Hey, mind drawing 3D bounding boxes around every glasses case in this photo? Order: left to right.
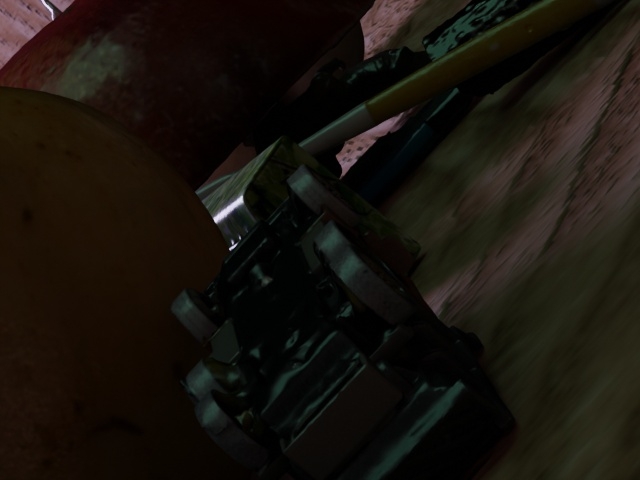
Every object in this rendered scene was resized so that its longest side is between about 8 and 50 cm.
[{"bbox_3d":[-0.053,0.034,1.043,0.062,0.095,0.272,-57,11,-29],"label":"glasses case"}]

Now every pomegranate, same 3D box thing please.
[{"bbox_3d":[-0.166,0.065,0.858,0.307,0.307,0.307,-47,8,8],"label":"pomegranate"}]

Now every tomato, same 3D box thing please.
[{"bbox_3d":[-0.122,-0.095,1.237,0.338,0.144,0.338,-43,9,8],"label":"tomato"}]

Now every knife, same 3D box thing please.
[{"bbox_3d":[-0.002,-0.001,1.191,0.296,0.026,0.044,-46,20,7],"label":"knife"}]

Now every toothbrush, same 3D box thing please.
[{"bbox_3d":[0.048,-0.080,1.041,0.288,0.021,0.024,-28,6,13],"label":"toothbrush"}]

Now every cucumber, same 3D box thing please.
[{"bbox_3d":[0.148,-0.159,1.041,0.214,0.058,0.052,-42,-25,22],"label":"cucumber"}]

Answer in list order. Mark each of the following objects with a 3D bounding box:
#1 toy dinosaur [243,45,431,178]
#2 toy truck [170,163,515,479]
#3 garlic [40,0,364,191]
[{"bbox_3d":[0.009,-0.086,1.326,0.187,0.087,0.179,-50,7,-9],"label":"toy dinosaur"},{"bbox_3d":[0.007,0.045,0.694,0.083,0.092,0.192,-48,16,6],"label":"toy truck"},{"bbox_3d":[-0.085,-0.167,1.705,0.231,0.246,0.340,-36,-6,7],"label":"garlic"}]
